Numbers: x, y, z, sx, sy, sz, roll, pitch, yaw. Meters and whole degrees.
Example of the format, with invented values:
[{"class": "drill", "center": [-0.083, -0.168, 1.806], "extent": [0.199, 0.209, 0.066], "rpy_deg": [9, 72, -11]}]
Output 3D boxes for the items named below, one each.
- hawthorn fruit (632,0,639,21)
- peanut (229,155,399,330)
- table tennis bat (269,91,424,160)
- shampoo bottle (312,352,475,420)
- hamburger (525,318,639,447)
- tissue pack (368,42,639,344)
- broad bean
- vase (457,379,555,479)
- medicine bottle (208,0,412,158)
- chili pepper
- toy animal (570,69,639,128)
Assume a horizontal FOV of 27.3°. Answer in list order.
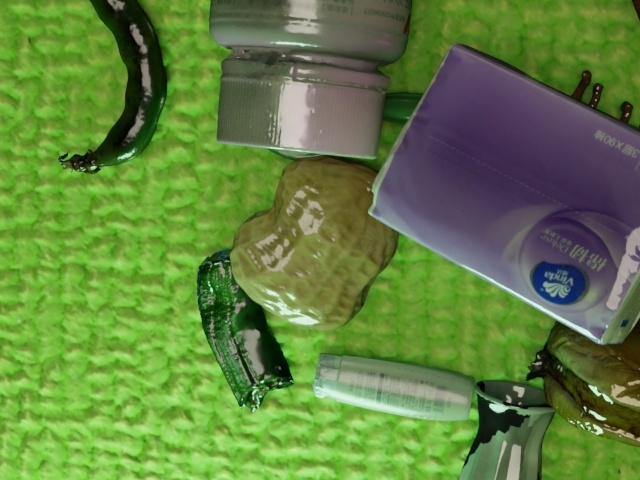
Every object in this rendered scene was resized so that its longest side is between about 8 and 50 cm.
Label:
[{"class": "hawthorn fruit", "center": [0.507, -0.337, 1.476], "extent": [0.330, 0.287, 0.287], "rpy_deg": [2, 102, 3]}, {"class": "peanut", "center": [0.000, 0.000, 1.709], "extent": [0.196, 0.110, 0.233], "rpy_deg": [33, 105, -11]}, {"class": "table tennis bat", "center": [0.023, -0.178, 1.709], "extent": [0.257, 0.039, 0.160], "rpy_deg": [7, 98, 14]}, {"class": "shampoo bottle", "center": [0.098, 0.195, 1.762], "extent": [0.212, 0.049, 0.072], "rpy_deg": [11, 107, 7]}, {"class": "hamburger", "center": [0.412, 0.176, 1.620], "extent": [0.309, 0.211, 0.132], "rpy_deg": [13, 108, 6]}, {"class": "tissue pack", "center": [0.253, -0.059, 1.549], "extent": [0.338, 0.160, 0.242], "rpy_deg": [29, 100, 22]}, {"class": "broad bean", "center": [-0.271, -0.224, 1.745], "extent": [0.144, 0.049, 0.292], "rpy_deg": [8, 103, 10]}, {"class": "vase", "center": [0.224, 0.370, 1.723], "extent": [0.165, 0.165, 0.360], "rpy_deg": [11, 99, 8]}, {"class": "medicine bottle", "center": [-0.014, -0.256, 1.578], "extent": [0.241, 0.241, 0.302], "rpy_deg": [7, 95, 9]}, {"class": "chili pepper", "center": [-0.106, 0.123, 1.779], "extent": [0.098, 0.061, 0.224], "rpy_deg": [-16, 99, 8]}, {"class": "toy animal", "center": [0.271, -0.117, 1.661], "extent": [0.224, 0.066, 0.230], "rpy_deg": [40, 109, 6]}]
